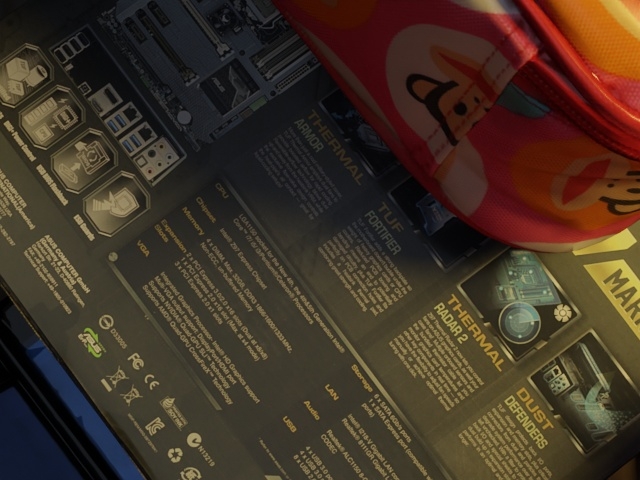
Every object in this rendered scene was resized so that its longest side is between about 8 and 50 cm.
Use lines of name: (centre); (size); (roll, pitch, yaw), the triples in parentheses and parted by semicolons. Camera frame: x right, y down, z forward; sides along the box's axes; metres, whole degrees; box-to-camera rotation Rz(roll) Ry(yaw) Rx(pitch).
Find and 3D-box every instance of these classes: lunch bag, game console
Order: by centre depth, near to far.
lunch bag: (0.073, -0.170, 0.600); (0.258, 0.120, 0.293); (-41, 87, -25)
game console: (-0.073, 0.066, 0.659); (0.071, 0.107, 0.122); (-41, 84, 33)

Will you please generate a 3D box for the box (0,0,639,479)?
box: (0.000, 0.000, 0.640); (0.183, 0.059, 0.232); (-37, 86, -7)
